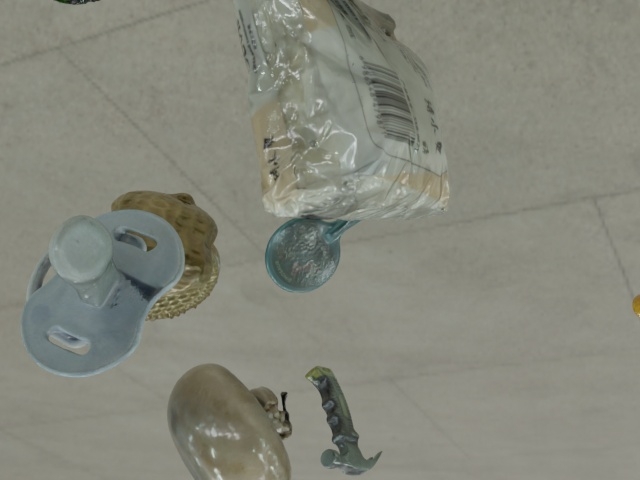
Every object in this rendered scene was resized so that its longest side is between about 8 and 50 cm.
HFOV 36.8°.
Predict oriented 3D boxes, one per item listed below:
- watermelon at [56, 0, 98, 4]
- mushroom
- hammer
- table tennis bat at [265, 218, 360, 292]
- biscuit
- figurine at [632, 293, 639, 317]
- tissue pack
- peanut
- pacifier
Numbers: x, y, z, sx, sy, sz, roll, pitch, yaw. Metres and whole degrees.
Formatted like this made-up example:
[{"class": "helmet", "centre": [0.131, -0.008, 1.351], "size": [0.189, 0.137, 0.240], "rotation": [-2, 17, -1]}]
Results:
[{"class": "watermelon", "centre": [-0.460, -0.454, 1.519], "size": [0.301, 0.123, 0.129], "rotation": [16, -168, -21]}, {"class": "mushroom", "centre": [-0.185, 0.438, 2.236], "size": [0.295, 0.362, 0.362], "rotation": [-29, 156, -19]}, {"class": "hammer", "centre": [0.036, 0.352, 1.883], "size": [0.041, 0.226, 0.159], "rotation": [-40, 142, 25]}, {"class": "table tennis bat", "centre": [0.000, 0.000, 1.549], "size": [0.124, 0.201, 0.033], "rotation": [56, 170, -22]}, {"class": "biscuit", "centre": [-0.317, 0.067, 1.886], "size": [0.259, 0.079, 0.259], "rotation": [-11, 140, -9]}, {"class": "figurine", "centre": [0.645, 0.093, 1.511], "size": [0.187, 0.215, 0.344], "rotation": [-9, 160, -35]}, {"class": "tissue pack", "centre": [0.035, -0.205, 1.318], "size": [0.195, 0.375, 0.390], "rotation": [-20, 165, 29]}, {"class": "peanut", "centre": [-0.265, -0.003, 1.584], "size": [0.197, 0.233, 0.110], "rotation": [11, 137, -2]}, {"class": "pacifier", "centre": [-0.334, 0.046, 1.365], "size": [0.227, 0.279, 0.207], "rotation": [21, 155, 18]}]
